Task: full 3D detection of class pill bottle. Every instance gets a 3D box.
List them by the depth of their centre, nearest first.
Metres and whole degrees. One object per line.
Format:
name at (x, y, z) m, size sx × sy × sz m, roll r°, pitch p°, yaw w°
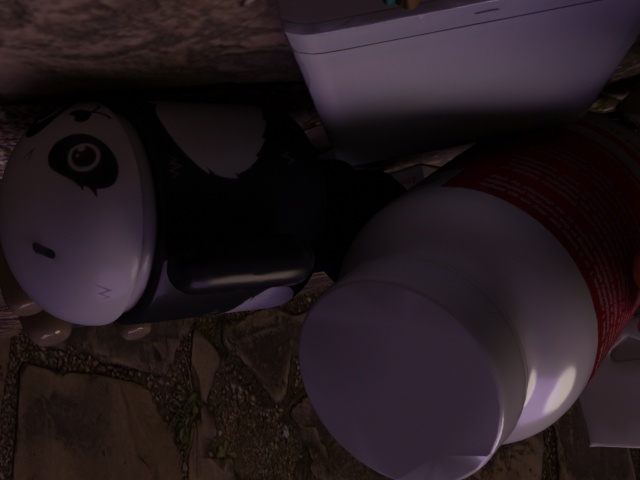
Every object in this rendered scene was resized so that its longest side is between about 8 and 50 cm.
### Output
pill bottle at (0.160, 0.036, 0.848) m, size 0.229 × 0.229 × 0.407 m, roll -17°, pitch -169°, yaw 38°

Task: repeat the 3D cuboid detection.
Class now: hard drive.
hard drive at (0.108, -0.131, 0.700) m, size 0.233 × 0.047 × 0.353 m, roll -10°, pitch 172°, yaw 5°

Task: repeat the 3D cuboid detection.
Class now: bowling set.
bowling set at (-0.270, 0.006, 0.973) m, size 0.287 × 0.154 × 0.200 m, roll 0°, pitch 148°, yaw -45°

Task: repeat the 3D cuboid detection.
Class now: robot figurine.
robot figurine at (-0.107, -0.027, 0.737) m, size 0.278 × 0.173 × 0.209 m, roll -4°, pitch 167°, yaw -36°

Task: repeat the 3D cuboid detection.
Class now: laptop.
laptop at (0.000, 0.000, 1.068) m, size 0.234 × 0.264 × 0.136 m, roll -10°, pitch 137°, yaw -47°

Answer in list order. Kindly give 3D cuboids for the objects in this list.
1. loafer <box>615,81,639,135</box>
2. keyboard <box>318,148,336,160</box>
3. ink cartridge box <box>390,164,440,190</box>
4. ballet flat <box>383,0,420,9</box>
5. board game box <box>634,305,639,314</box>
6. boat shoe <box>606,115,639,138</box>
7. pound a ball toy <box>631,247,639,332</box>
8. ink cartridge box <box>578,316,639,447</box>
loafer at (0.424, -0.138, 0.902) m, size 0.268 × 0.092 × 0.102 m, roll 4°, pitch 174°, yaw 18°
keyboard at (-0.048, -0.066, 1.084) m, size 0.256 × 0.014 × 0.072 m, roll -17°, pitch 174°, yaw 42°
ink cartridge box at (0.107, -0.008, 1.173) m, size 0.109 × 0.150 × 0.063 m, roll -16°, pitch 166°, yaw 35°
ballet flat at (0.030, -0.154, 0.368) m, size 0.073 × 0.080 × 0.232 m, roll -27°, pitch 170°, yaw 11°
board game box at (0.517, -0.035, 1.218) m, size 0.303 × 0.224 × 0.097 m, roll -13°, pitch 169°, yaw 24°
boat shoe at (0.291, -0.107, 1.044) m, size 0.152 × 0.056 × 0.049 m, roll -12°, pitch 177°, yaw 12°
pound a ball toy at (0.342, -0.020, 0.795) m, size 0.136 × 0.319 × 0.208 m, roll 17°, pitch -173°, yaw 11°
ink cartridge box at (0.548, 0.149, 1.176) m, size 0.384 × 0.160 × 0.279 m, roll -7°, pitch 171°, yaw -20°
